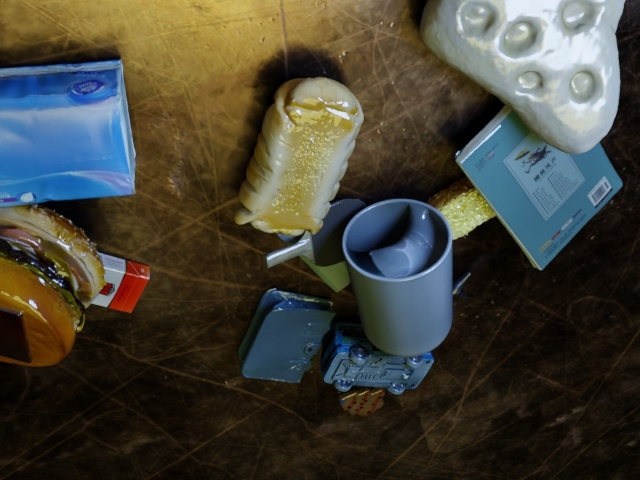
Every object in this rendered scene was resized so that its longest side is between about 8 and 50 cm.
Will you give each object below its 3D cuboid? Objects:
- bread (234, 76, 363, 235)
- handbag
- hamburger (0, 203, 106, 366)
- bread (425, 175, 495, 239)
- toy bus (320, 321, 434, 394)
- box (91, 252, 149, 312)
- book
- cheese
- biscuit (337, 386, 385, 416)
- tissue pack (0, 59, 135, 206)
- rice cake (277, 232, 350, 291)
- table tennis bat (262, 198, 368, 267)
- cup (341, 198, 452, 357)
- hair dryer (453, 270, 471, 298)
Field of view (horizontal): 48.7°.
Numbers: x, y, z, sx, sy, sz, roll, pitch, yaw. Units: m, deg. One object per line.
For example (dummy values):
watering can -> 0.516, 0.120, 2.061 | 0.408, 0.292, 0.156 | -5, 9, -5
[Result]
bread -> -0.035, -0.149, 1.247 | 0.173, 0.121, 0.311 | 11, 124, -20
handbag -> -0.073, 0.220, 1.573 | 0.179, 0.062, 0.229 | 12, 124, -23
hamburger -> -0.513, 0.062, 1.194 | 0.291, 0.225, 0.290 | 11, 140, 9
bread -> 0.300, -0.075, 1.436 | 0.187, 0.065, 0.103 | -35, 128, 10
toy bus -> 0.121, 0.263, 1.614 | 0.247, 0.134, 0.113 | 9, 127, -22
box -> -0.423, 0.078, 1.378 | 0.152, 0.048, 0.100 | 17, 124, -29
book -> 0.445, -0.135, 1.401 | 0.264, 0.031, 0.379 | -46, 126, -1
cheese -> 0.332, -0.305, 1.184 | 0.329, 0.129, 0.350 | -6, 115, -6
biscuit -> 0.102, 0.413, 1.803 | 0.130, 0.019, 0.119 | 12, 124, -22
tissue pack -> -0.436, -0.164, 1.113 | 0.264, 0.146, 0.198 | -5, 128, -10
rice cake -> 0.003, 0.024, 1.451 | 0.080, 0.042, 0.222 | -34, 128, 15
table tennis bat -> 0.000, 0.000, 1.391 | 0.247, 0.022, 0.138 | -22, 123, -23
cup -> 0.164, 0.092, 1.427 | 0.206, 0.205, 0.312 | -16, 137, -2
hair dryer -> 0.328, 0.111, 1.623 | 0.079, 0.031, 0.083 | -47, 139, 11
